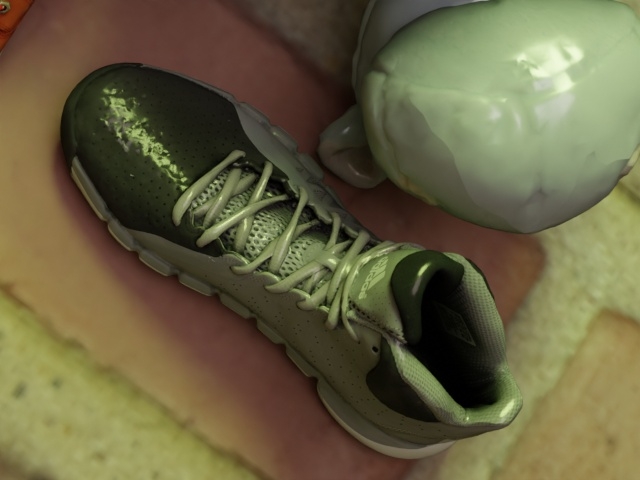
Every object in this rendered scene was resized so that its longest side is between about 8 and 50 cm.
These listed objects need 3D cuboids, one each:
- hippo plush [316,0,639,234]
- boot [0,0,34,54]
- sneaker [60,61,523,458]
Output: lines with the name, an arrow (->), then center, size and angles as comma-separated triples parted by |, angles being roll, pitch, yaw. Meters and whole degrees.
hippo plush -> 0.037, -0.128, 0.758 | 0.234, 0.294, 0.237 | -2, 110, -9
boot -> -0.136, -0.115, 0.745 | 0.059, 0.084, 0.158 | 35, 75, -15
sneaker -> 0.000, 0.000, 0.753 | 0.228, 0.132, 0.086 | 41, 73, -11
